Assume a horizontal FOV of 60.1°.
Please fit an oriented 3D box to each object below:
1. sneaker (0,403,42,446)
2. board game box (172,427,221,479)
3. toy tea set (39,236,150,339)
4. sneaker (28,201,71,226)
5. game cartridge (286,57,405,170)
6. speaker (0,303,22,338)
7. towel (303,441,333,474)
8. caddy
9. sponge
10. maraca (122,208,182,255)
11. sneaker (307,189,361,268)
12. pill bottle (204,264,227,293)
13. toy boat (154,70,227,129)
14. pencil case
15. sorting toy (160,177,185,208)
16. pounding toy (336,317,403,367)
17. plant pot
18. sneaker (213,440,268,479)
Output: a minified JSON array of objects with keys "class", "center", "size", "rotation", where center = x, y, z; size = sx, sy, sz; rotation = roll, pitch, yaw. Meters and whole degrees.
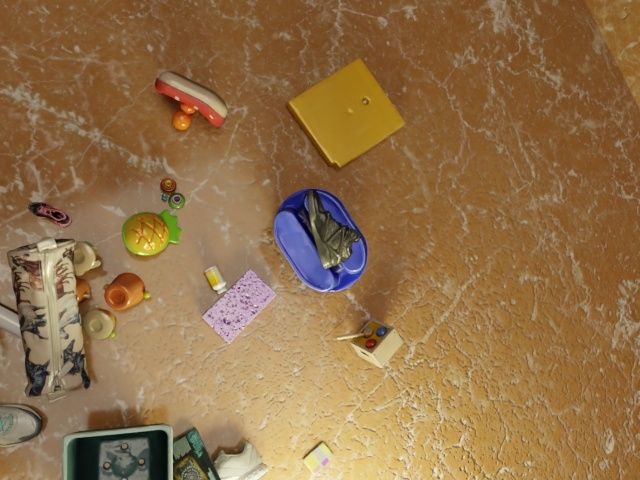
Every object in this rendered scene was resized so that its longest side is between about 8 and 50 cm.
[{"class":"sneaker","center":[-0.860,0.466,1.393],"size":[0.282,0.122,0.110],"rotation":[11,77,-14]},{"class":"board game box","center":[-0.357,0.625,1.508],"size":[0.126,0.026,0.186],"rotation":[-27,56,-17]},{"class":"toy tea set","center":[-0.646,0.104,1.553],"size":[0.200,0.124,0.336],"rotation":[-40,96,10]},{"class":"sneaker","center":[-0.767,-0.080,1.562],"size":[0.119,0.057,0.047],"rotation":[21,76,-10]},{"class":"game cartridge","center":[0.089,-0.430,1.889],"size":[0.323,0.052,0.285],"rotation":[-35,91,-17]},{"class":"speaker","center":[-0.839,0.213,1.484],"size":[0.136,0.055,0.055],"rotation":[31,73,-8]},{"class":"towel","center":[-0.007,0.656,1.665],"size":[0.083,0.009,0.060],"rotation":[-39,91,-20]},{"class":"caddy","center":[0.000,0.000,1.712],"size":[0.241,0.179,0.342],"rotation":[-33,90,4]},{"class":"sponge","center":[-0.245,0.197,1.674],"size":[0.117,0.031,0.210],"rotation":[46,71,-4]},{"class":"maraca","center":[-0.490,-0.026,1.614],"size":[0.185,0.099,0.127],"rotation":[-21,96,-44]},{"class":"sneaker","center":[0.037,-0.044,1.579],"size":[0.130,0.087,0.228],"rotation":[-18,94,2]},{"class":"pill bottle","center":[-0.313,0.118,1.662],"size":[0.043,0.043,0.083],"rotation":[-26,87,-19]},{"class":"toy boat","center":[-0.407,-0.412,1.706],"size":[0.230,0.151,0.151],"rotation":[25,104,-10]},{"class":"pencil case","center":[-0.690,0.192,1.412],"size":[0.159,0.183,0.411],"rotation":[-9,100,-41]},{"class":"sorting toy","center":[-0.452,-0.144,1.673],"size":[0.061,0.042,0.102],"rotation":[-32,90,-19]},{"class":"pounding toy","center":[0.152,0.310,1.723],"size":[0.130,0.141,0.100],"rotation":[-45,122,-19]},{"class":"plant pot","center":[-0.504,0.592,1.404],"size":[0.247,0.252,0.247],"rotation":[-1,79,-16]},{"class":"sneaker","center":[-0.286,0.661,1.548],"size":[0.262,0.099,0.121],"rotation":[-23,76,-24]}]
